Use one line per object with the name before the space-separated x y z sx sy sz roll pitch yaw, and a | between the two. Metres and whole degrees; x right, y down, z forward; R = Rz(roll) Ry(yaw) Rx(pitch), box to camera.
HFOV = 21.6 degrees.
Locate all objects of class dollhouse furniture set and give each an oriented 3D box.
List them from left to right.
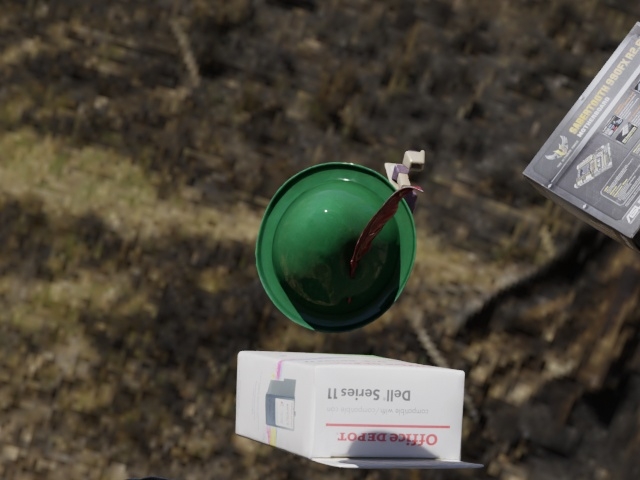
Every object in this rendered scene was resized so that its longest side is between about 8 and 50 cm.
dollhouse furniture set | 0.059 -0.087 2.026 0.114 0.091 0.081 5 34 -11

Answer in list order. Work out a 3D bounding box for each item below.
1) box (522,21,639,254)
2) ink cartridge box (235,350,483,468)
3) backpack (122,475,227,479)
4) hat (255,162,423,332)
box | 0.369 -0.118 1.917 0.183 0.231 0.056 35 -3 44
ink cartridge box | 0.045 0.208 2.098 0.207 0.119 0.353 3 -1 -22
backpack | -0.178 0.408 1.940 0.263 0.277 0.213 17 56 33
hat | 0.000 0.000 1.685 0.173 0.209 0.183 29 9 12
